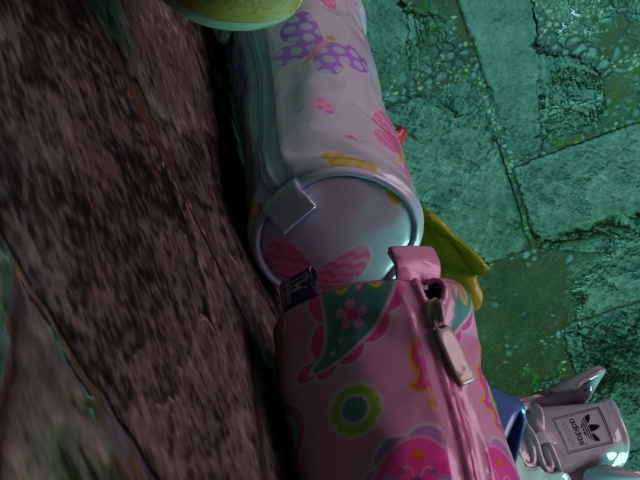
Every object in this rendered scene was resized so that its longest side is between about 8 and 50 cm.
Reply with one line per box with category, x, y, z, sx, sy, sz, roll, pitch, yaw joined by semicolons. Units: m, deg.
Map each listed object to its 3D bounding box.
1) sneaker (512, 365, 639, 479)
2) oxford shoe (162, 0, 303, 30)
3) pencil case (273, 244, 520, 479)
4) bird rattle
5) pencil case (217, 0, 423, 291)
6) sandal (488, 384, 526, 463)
sneaker;0.171;0.176;1.219;0.366;0.210;0.137;58;14;-62
oxford shoe;-0.091;-0.269;0.762;0.130;0.169;0.449;-63;-146;34
pencil case;0.055;0.149;0.715;0.124;0.124;0.284;59;17;-61
bird rattle;0.057;0.022;1.322;0.253;0.143;0.207;-122;-161;-57
pencil case;-0.007;-0.085;0.927;0.124;0.113;0.273;53;17;-41
sandal;0.079;0.136;0.914;0.126;0.138;0.317;53;18;-64
